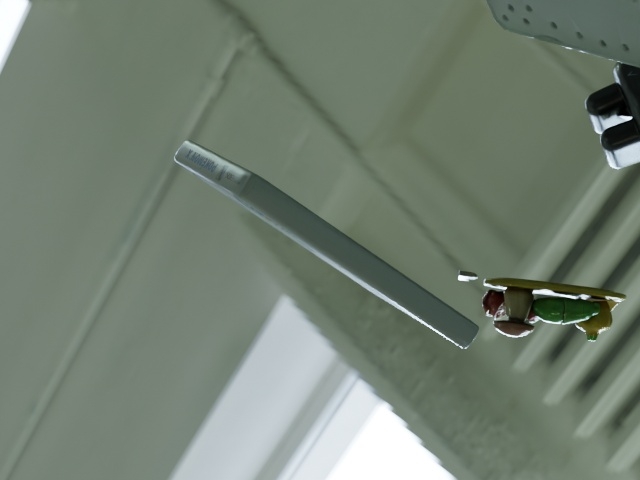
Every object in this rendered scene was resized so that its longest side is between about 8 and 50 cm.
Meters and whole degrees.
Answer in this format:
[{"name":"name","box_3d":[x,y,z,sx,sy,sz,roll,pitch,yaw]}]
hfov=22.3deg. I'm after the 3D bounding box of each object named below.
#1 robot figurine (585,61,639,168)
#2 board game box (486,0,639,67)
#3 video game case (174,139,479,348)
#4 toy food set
[{"name":"robot figurine","box_3d":[0.505,-0.197,2.209,0.173,0.278,0.209,-83,-30,-71]},{"name":"board game box","box_3d":[0.288,-0.374,1.873,0.390,0.050,0.390,25,152,48]},{"name":"video game case","box_3d":[0.000,0.000,1.900,0.329,0.036,0.300,34,178,-21]},{"name":"toy food set","box_3d":[0.268,0.088,2.018,0.218,0.071,0.128,7,176,-3]}]
